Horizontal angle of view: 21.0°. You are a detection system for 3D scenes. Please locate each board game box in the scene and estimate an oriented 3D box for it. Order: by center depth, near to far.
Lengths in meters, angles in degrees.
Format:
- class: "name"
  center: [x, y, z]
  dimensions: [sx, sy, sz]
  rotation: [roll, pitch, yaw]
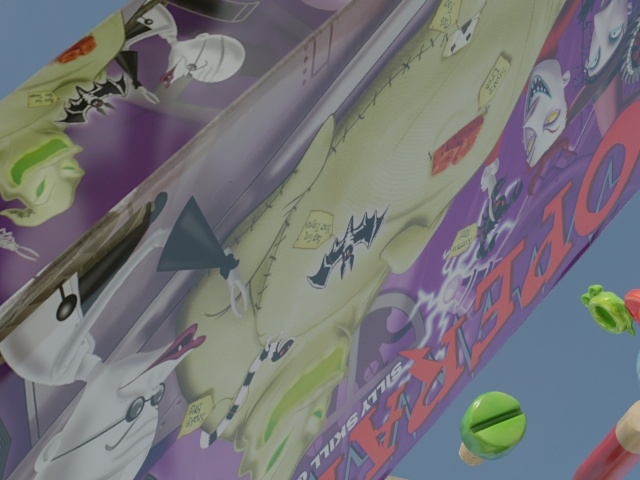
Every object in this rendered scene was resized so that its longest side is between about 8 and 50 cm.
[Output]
- class: "board game box"
  center: [0.000, 0.000, 0.470]
  dimensions: [0.056, 0.347, 0.208]
  rotation: [31, -35, 21]

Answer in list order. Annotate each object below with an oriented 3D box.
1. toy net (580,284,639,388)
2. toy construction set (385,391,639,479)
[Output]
- class: "toy net"
  center: [0.259, 0.076, 1.047]
  dimensions: [0.045, 0.232, 0.122]
  rotation: [-40, -66, -20]
- class: "toy construction set"
  center: [0.086, 0.183, 0.873]
  dimensions: [0.257, 0.309, 0.237]
  rotation: [35, -28, 8]
